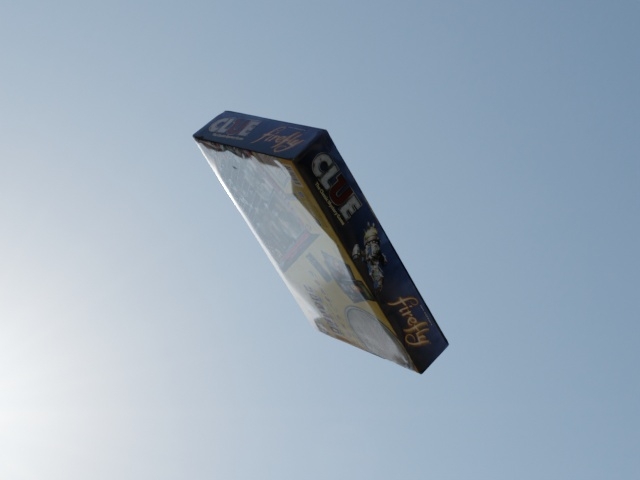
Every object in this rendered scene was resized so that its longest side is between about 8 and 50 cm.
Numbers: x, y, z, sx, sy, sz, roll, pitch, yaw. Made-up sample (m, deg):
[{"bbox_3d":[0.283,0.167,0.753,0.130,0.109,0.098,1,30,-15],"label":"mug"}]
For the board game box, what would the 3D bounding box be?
[{"bbox_3d":[0.000,0.000,1.080,0.165,0.042,0.243,18,-35,53],"label":"board game box"}]
